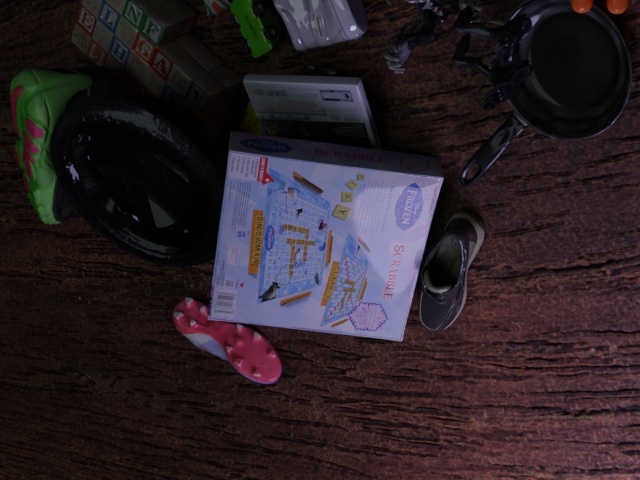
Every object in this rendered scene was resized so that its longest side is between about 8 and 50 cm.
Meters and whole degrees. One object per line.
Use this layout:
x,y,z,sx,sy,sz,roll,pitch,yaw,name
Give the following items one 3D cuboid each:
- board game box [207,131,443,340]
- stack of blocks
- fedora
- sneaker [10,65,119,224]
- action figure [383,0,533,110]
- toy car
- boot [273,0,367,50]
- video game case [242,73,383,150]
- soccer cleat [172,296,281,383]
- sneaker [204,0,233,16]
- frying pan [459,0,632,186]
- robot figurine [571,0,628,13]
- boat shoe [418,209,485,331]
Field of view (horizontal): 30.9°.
0.000,0.000,1.777,0.318,0.066,0.319,7,125,-6,board game box
-0.273,-0.318,1.938,0.297,0.087,0.171,43,135,13,stack of blocks
-0.263,-0.121,1.869,0.334,0.152,0.334,14,133,15,fedora
-0.434,-0.164,2.060,0.483,0.202,0.185,131,120,-69,sneaker
0.153,-0.301,1.527,0.276,0.141,0.164,47,154,31,action figure
-0.067,-0.283,1.811,0.239,0.053,0.225,-18,100,43,toy car
-0.031,-0.400,1.670,0.123,0.095,0.258,-13,106,23,boot
-0.008,-0.182,1.765,0.190,0.022,0.173,5,140,24,video game case
-0.171,0.192,2.151,0.248,0.083,0.095,30,159,18,soccer cleat
-0.195,-0.429,1.835,0.075,0.057,0.161,-28,96,39,sneaker
0.311,-0.176,1.551,0.197,0.053,0.326,31,130,26,frying pan
0.339,-0.382,1.365,0.158,0.128,0.219,30,132,47,robot figurine
0.185,0.056,1.767,0.080,0.073,0.224,33,130,22,boat shoe
